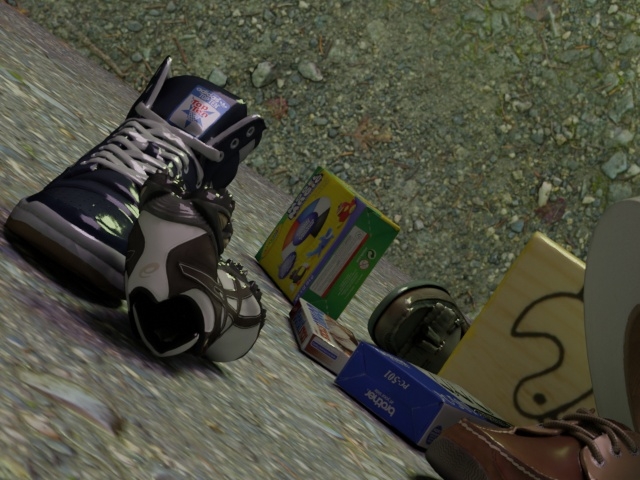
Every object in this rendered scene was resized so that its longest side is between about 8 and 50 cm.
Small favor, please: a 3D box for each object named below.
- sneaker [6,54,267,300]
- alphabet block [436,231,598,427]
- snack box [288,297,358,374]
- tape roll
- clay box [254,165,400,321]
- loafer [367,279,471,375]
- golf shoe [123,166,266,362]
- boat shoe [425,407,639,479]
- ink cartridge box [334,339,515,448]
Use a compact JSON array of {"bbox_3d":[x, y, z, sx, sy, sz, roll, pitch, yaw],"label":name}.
[{"bbox_3d":[-0.121,-0.049,1.271,0.099,0.153,0.282,35,4,3],"label":"sneaker"},{"bbox_3d":[0.250,0.123,1.875,0.197,0.192,0.193,34,1,7],"label":"alphabet block"},{"bbox_3d":[0.007,0.091,1.663,0.064,0.022,0.178,33,4,-8],"label":"snack box"},{"bbox_3d":[0.325,0.145,1.545,0.392,0.072,0.392,168,-90,-79],"label":"tape roll"},{"bbox_3d":[0.000,0.000,1.951,0.053,0.127,0.222,34,3,-21],"label":"clay box"},{"bbox_3d":[0.136,0.113,2.050,0.084,0.096,0.267,43,5,24],"label":"loafer"},{"bbox_3d":[-0.089,0.041,1.159,0.077,0.094,0.198,12,-28,17],"label":"golf shoe"},{"bbox_3d":[0.192,0.181,1.428,0.123,0.116,0.324,37,4,35],"label":"boat shoe"},{"bbox_3d":[0.101,0.149,1.588,0.097,0.046,0.207,36,4,31],"label":"ink cartridge box"}]
